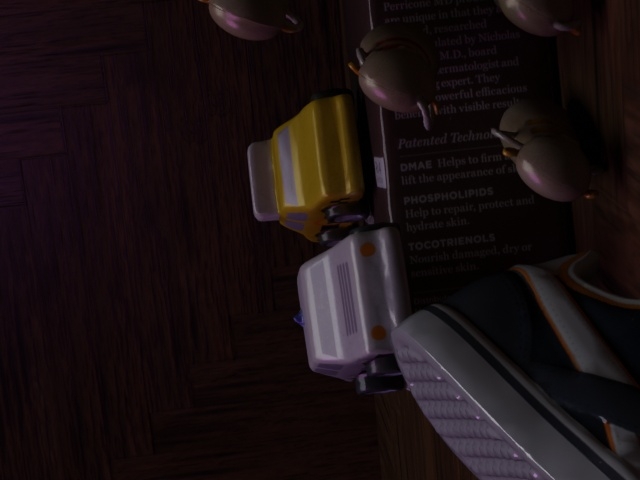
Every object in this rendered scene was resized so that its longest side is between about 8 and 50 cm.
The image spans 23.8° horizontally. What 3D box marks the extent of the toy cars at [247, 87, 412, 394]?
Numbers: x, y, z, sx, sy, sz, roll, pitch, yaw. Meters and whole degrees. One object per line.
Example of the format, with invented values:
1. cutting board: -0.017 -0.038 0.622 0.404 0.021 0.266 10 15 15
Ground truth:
1. toy cars: 0.000 0.000 1.123 0.393 0.087 0.176 -105 9 -60

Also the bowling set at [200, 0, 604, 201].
1. bowling set: 0.080 -0.169 0.969 0.154 0.287 0.200 -80 13 -74

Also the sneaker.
1. sneaker: 0.170 0.118 0.691 0.321 0.127 0.126 50 163 34

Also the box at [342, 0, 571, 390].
1. box: 0.099 -0.088 1.163 0.191 0.143 0.381 -142 47 -85
